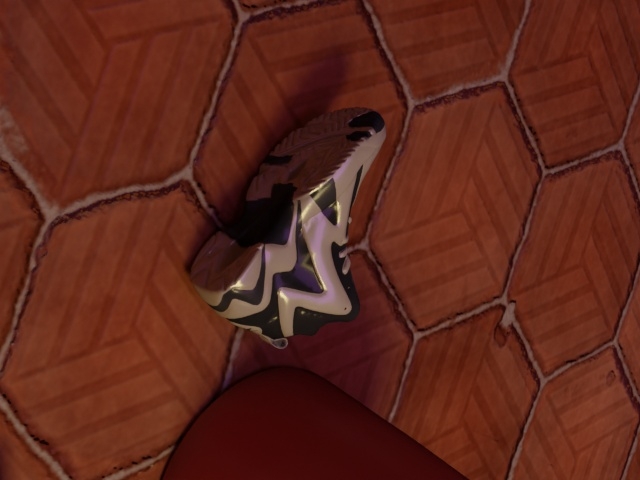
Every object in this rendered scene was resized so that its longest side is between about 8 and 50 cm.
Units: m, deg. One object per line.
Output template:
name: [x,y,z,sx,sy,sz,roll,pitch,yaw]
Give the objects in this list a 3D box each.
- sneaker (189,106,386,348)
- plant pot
sneaker: [0.000,0.000,1.348,0.235,0.094,0.153,-55,135,-18]
plant pot: [0.019,0.279,1.344,0.275,0.243,0.275,-14,111,-41]
